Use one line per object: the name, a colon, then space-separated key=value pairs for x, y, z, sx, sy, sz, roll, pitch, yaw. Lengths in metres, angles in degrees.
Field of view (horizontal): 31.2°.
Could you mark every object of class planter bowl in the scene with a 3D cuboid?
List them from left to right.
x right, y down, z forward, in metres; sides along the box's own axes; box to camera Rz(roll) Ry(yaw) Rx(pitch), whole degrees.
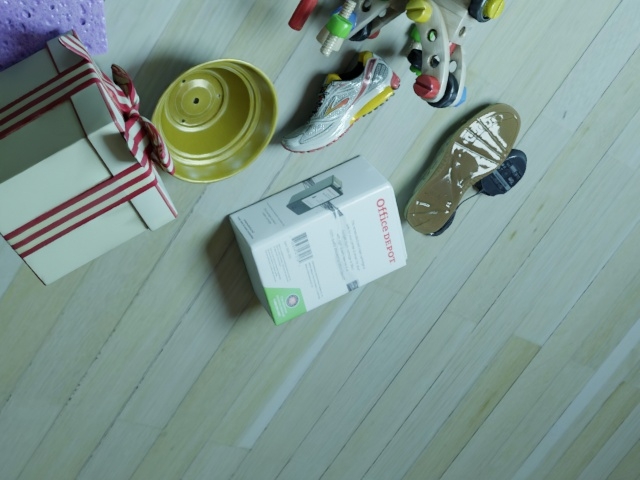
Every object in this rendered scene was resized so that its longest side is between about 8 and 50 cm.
planter bowl: x=-0.182 y=-0.205 z=1.816 sx=0.217 sy=0.090 sz=0.217 roll=-16 pitch=128 yaw=-22

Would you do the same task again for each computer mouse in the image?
computer mouse: x=0.294 y=-0.094 z=2.208 sx=0.242 sy=0.041 sz=0.071 roll=-36 pitch=124 yaw=7

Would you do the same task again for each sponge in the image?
sponge: x=-0.414 y=-0.308 z=1.653 sx=0.210 sy=0.031 sz=0.117 roll=-15 pitch=129 yaw=-20

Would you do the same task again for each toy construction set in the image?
toy construction set: x=0.135 y=-0.373 z=1.765 sx=0.308 sy=0.257 sz=0.237 roll=15 pitch=117 yaw=-33

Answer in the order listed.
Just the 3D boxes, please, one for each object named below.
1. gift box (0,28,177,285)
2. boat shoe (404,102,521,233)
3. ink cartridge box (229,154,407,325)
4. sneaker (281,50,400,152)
gift box: x=-0.363 y=-0.128 z=1.637 sx=0.258 sy=0.255 sz=0.276 roll=-29 pitch=146 yaw=-4
boat shoe: x=0.253 y=-0.142 z=2.124 sx=0.104 sy=0.089 sz=0.285 roll=41 pitch=95 yaw=-16
ink cartridge box: x=0.000 y=0.000 z=2.050 sx=0.272 sy=0.115 sz=0.198 roll=-25 pitch=131 yaw=-12
sneaker: x=0.021 y=-0.232 z=1.932 sx=0.225 sy=0.088 sz=0.093 roll=-40 pitch=112 yaw=1
